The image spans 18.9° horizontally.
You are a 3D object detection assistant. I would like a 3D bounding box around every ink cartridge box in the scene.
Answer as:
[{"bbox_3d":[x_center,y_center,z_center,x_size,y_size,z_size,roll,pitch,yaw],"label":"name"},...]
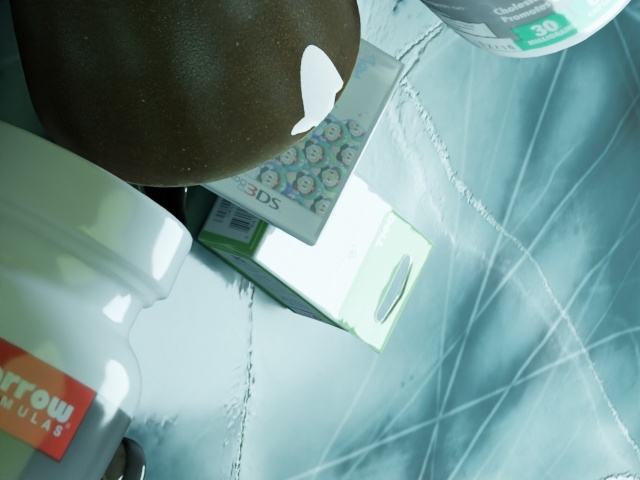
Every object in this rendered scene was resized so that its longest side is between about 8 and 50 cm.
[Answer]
[{"bbox_3d":[0.000,0.000,1.529,0.209,0.062,0.109,39,73,-51],"label":"ink cartridge box"}]

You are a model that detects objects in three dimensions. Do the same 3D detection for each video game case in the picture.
[{"bbox_3d":[-0.030,-0.097,1.423,0.143,0.019,0.157,29,79,-15],"label":"video game case"}]

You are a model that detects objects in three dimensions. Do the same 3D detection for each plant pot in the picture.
[{"bbox_3d":[-0.098,-0.183,1.118,0.215,0.215,0.230,-53,154,-22],"label":"plant pot"}]

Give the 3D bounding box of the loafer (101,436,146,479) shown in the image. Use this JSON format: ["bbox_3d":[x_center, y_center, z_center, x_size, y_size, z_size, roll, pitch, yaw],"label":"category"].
[{"bbox_3d":[-0.203,0.233,1.377,0.078,0.080,0.220,31,69,-29],"label":"loafer"}]

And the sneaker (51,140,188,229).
[{"bbox_3d":[-0.108,-0.122,1.312,0.101,0.106,0.267,2,102,-50],"label":"sneaker"}]

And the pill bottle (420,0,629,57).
[{"bbox_3d":[0.091,-0.295,1.404,0.361,0.204,0.204,32,79,-51],"label":"pill bottle"}]

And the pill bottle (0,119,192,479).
[{"bbox_3d":[-0.237,0.118,1.166,0.210,0.210,0.363,41,73,-50],"label":"pill bottle"}]
